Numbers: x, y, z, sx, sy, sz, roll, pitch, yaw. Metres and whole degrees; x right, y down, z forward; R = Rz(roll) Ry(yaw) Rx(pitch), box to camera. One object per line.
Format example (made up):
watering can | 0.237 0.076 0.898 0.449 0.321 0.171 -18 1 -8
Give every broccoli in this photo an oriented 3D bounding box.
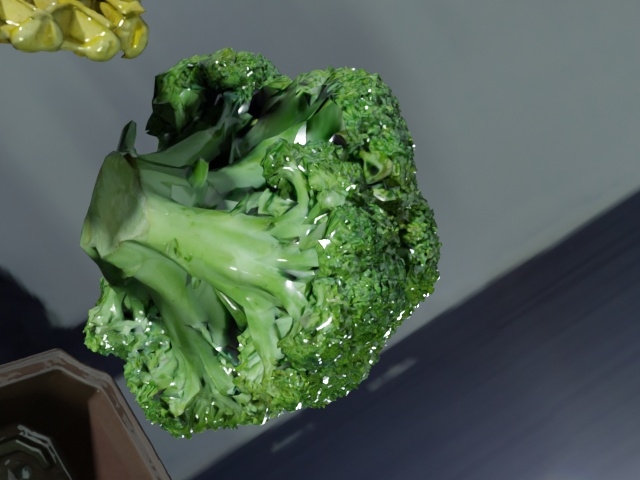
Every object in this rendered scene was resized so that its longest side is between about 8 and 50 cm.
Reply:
broccoli | -0.064 0.005 1.145 0.321 0.309 0.413 95 156 -45

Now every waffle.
waffle | -0.267 -0.218 0.995 0.250 0.056 0.261 2 -142 -30

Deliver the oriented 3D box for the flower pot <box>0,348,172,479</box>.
flower pot | -0.226 0.187 0.871 0.251 0.084 0.179 -15 -112 -53
